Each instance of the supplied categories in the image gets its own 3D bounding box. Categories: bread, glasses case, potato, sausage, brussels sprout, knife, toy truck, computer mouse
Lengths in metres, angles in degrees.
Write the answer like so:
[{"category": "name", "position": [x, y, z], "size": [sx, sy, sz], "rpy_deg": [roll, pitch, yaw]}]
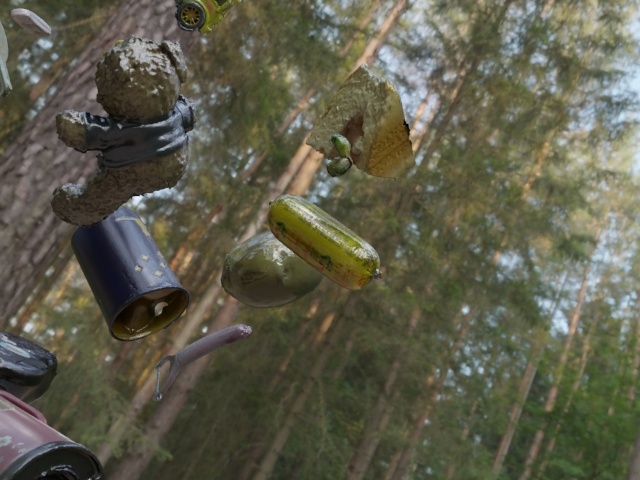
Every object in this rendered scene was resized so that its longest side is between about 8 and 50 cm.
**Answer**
[{"category": "bread", "position": [0.130, -0.249, 1.591], "size": [0.211, 0.224, 0.183], "rpy_deg": [10, 25, -42]}, {"category": "glasses case", "position": [-0.459, -0.345, 1.147], "size": [0.032, 0.021, 0.083], "rpy_deg": [-2, -8, 7]}, {"category": "potato", "position": [-0.119, 0.076, 2.063], "size": [0.243, 0.327, 0.220], "rpy_deg": [-10, -88, 44]}, {"category": "sausage", "position": [0.000, 0.000, 1.691], "size": [0.347, 0.123, 0.123], "rpy_deg": [35, -19, 25]}, {"category": "brussels sprout", "position": [0.038, -0.163, 1.391], "size": [0.051, 0.046, 0.083], "rpy_deg": [2, -61, -9]}, {"category": "knife", "position": [-0.284, 0.268, 1.670], "size": [0.278, 0.123, 0.053], "rpy_deg": [-32, -51, 13]}, {"category": "toy truck", "position": [-0.242, -0.507, 1.256], "size": [0.272, 0.157, 0.124], "rpy_deg": [51, 13, -23]}, {"category": "computer mouse", "position": [-0.498, 0.207, 1.134], "size": [0.137, 0.096, 0.233], "rpy_deg": [32, -8, 1]}]

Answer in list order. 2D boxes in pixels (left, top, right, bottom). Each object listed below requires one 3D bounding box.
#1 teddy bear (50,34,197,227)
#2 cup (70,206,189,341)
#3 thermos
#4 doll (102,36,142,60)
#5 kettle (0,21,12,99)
[{"category": "teddy bear", "position": [-0.216, -0.116, 0.857], "size": [0.129, 0.182, 0.251], "rpy_deg": [33, -50, 13]}, {"category": "cup", "position": [-0.419, 0.088, 1.599], "size": [0.256, 0.179, 0.255], "rpy_deg": [54, -18, 29]}, {"category": "thermos", "position": [-0.337, 0.174, 0.673], "size": [0.330, 0.136, 0.109], "rpy_deg": [14, -51, 35]}, {"category": "doll", "position": [-0.386, -0.360, 1.471], "size": [0.145, 0.096, 0.188], "rpy_deg": [-16, 1, 14]}, {"category": "kettle", "position": [-0.750, -0.357, 1.423], "size": [0.243, 0.210, 0.160], "rpy_deg": [-8, 10, 1]}]
